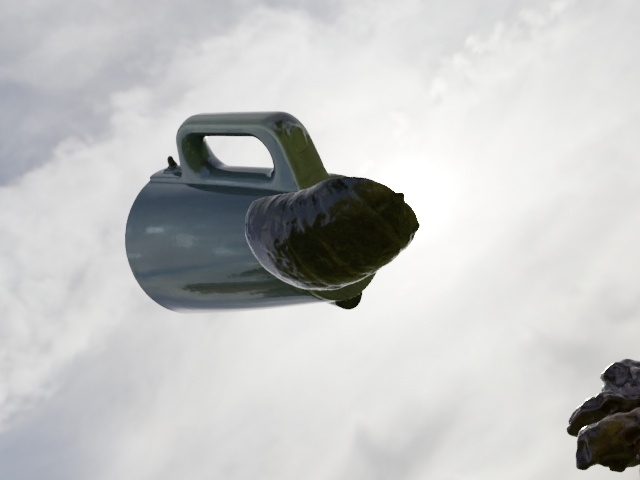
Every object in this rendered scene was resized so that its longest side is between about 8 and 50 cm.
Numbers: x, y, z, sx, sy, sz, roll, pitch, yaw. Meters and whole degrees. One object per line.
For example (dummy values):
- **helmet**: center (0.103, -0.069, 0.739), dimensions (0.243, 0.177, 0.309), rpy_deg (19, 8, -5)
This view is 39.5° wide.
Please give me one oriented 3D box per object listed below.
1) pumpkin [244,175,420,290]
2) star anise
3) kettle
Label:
- **pumpkin**: center (0.000, 0.001, 0.367), dimensions (0.083, 0.028, 0.050), rpy_deg (-24, -57, 39)
- **star anise**: center (0.273, 0.138, 0.590), dimensions (0.177, 0.234, 0.073), rpy_deg (-20, -59, -21)
- **kettle**: center (-0.069, -0.028, 0.862), dimensions (0.160, 0.243, 0.210), rpy_deg (-32, -71, -38)
